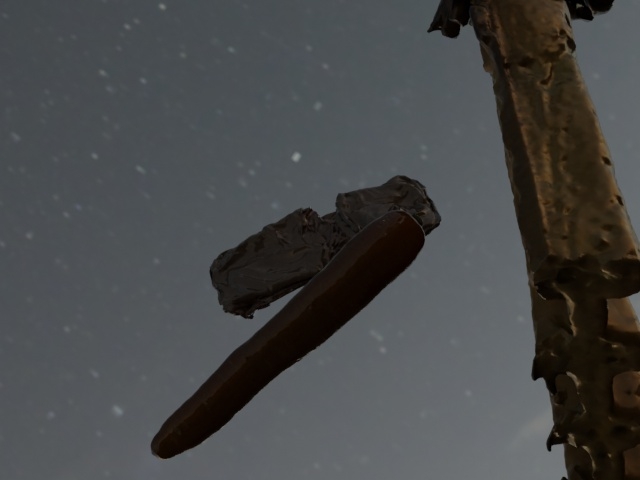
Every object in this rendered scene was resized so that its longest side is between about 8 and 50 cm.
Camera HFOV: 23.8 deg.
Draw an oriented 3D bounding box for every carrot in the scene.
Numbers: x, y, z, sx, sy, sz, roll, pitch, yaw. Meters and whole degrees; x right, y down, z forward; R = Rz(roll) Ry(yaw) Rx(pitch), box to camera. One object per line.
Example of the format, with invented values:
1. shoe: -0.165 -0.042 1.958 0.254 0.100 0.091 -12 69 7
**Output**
1. carrot: -0.021 0.065 1.046 0.248 0.043 0.043 -42 -38 -8

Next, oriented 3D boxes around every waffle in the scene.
1. waffle: 0.175 0.022 1.064 0.077 0.304 0.348 -11 -45 8

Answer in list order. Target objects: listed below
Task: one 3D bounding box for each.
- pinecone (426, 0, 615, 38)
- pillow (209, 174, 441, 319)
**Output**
1. pinecone: 0.159 -0.307 1.270 0.242 0.298 0.296 -41 -31 -65
2. pillow: 0.000 0.000 1.586 0.248 0.135 0.049 -25 -61 3
